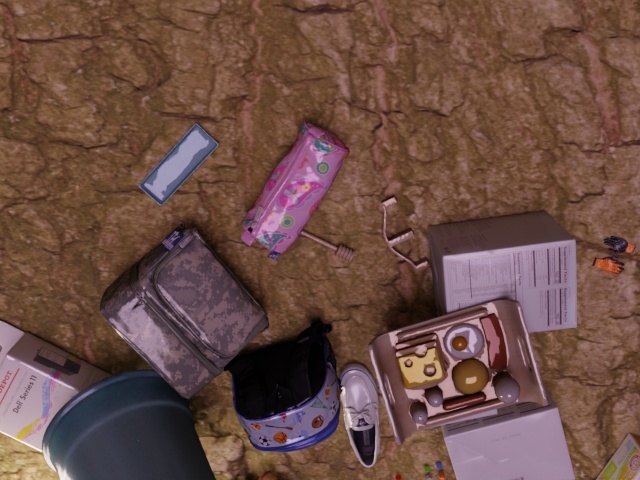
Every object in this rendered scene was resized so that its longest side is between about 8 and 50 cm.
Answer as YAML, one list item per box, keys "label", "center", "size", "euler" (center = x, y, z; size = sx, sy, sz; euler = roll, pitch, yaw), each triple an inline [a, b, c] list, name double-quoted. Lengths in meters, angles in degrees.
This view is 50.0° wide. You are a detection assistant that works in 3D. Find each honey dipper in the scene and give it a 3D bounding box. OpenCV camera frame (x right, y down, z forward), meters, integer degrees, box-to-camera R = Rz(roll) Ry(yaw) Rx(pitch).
- label: "honey dipper"
  center: [0.000, 0.000, 1.526]
  size: [0.160, 0.030, 0.030]
  euler: [27, 107, -5]

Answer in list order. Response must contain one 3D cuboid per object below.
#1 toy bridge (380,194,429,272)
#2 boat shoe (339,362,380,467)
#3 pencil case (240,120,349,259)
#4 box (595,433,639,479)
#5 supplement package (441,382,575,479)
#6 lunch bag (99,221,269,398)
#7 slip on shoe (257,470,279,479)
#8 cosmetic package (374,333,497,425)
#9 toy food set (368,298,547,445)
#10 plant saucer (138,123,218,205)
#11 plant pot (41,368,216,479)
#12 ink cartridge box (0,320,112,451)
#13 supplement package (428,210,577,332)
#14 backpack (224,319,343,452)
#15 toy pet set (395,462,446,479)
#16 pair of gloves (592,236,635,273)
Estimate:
- label: "toy bridge"
  center: [0.177, -0.006, 1.522]
  size: [0.063, 0.026, 0.188]
  euler: [-25, 107, 11]
- label: "boat shoe"
  center: [0.103, 0.419, 1.638]
  size: [0.095, 0.084, 0.258]
  euler: [-14, 109, 5]
- label: "pencil case"
  center: [-0.057, -0.106, 1.439]
  size: [0.124, 0.124, 0.284]
  euler: [32, 106, -10]
- label: "box"
  center: [0.766, 0.597, 1.680]
  size: [0.103, 0.114, 0.203]
  euler: [24, 106, -8]
- label: "supplement package"
  center: [0.432, 0.474, 1.623]
  size: [0.261, 0.145, 0.204]
  euler: [-17, 108, 7]
- label: "lunch bag"
  center: [-0.290, 0.145, 1.491]
  size: [0.256, 0.212, 0.305]
  euler: [-40, 106, -4]
- label: "slip on shoe"
  center: [-0.227, 0.679, 1.730]
  size: [0.331, 0.123, 0.101]
  euler: [-32, 71, 17]
- label: "cosmetic package"
  center: [0.250, 0.293, 1.520]
  size: [0.224, 0.224, 0.138]
  euler: [-14, 108, 6]
- label: "toy food set"
  center: [0.266, 0.261, 1.345]
  size: [0.306, 0.092, 0.220]
  euler: [-17, 98, 5]
- label: "plant saucer"
  center: [-0.305, -0.163, 1.476]
  size: [0.067, 0.018, 0.192]
  euler: [43, 105, -13]
- label: "plant pot"
  center: [-0.377, 0.514, 1.471]
  size: [0.341, 0.334, 0.341]
  euler: [-22, 135, -23]
- label: "ink cartridge box"
  center: [-0.656, 0.361, 1.605]
  size: [0.353, 0.119, 0.207]
  euler: [30, 107, -9]
- label: "supplement package"
  center: [0.379, 0.072, 1.455]
  size: [0.262, 0.199, 0.198]
  euler: [-7, 109, 3]
- label: "backpack"
  center: [-0.073, 0.346, 1.520]
  size: [0.276, 0.263, 0.213]
  euler: [-23, 108, 7]
- label: "toy pet set"
  center: [0.262, 0.632, 1.737]
  size: [0.122, 0.065, 0.114]
  euler: [-15, 73, 3]
- label: "pair of gloves"
  center: [0.659, 0.034, 1.540]
  size: [0.074, 0.010, 0.083]
  euler: [17, 107, -5]
